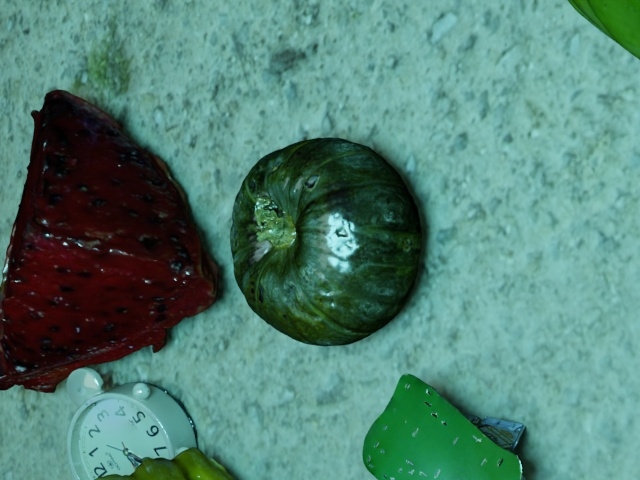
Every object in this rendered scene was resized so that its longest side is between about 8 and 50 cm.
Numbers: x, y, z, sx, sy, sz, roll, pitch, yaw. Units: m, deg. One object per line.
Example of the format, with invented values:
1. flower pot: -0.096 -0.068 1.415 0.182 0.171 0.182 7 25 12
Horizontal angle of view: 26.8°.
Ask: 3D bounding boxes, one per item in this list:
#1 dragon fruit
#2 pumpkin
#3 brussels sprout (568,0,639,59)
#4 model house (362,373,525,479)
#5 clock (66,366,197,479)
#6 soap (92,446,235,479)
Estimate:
1. dragon fruit: -0.268 0.027 1.617 0.286 0.228 0.329 -101 27 -47
2. pumpkin: 0.000 0.000 1.382 0.224 0.157 0.223 -7 79 45
3. brussels sprout: 0.350 -0.269 1.080 0.371 0.276 0.314 22 89 26
4. model house: 0.139 0.214 1.323 0.167 0.088 0.117 34 108 32
5. clock: -0.219 0.244 1.581 0.156 0.063 0.229 -40 82 25
6. soap: -0.108 0.376 1.347 0.335 0.293 0.156 37 113 19
